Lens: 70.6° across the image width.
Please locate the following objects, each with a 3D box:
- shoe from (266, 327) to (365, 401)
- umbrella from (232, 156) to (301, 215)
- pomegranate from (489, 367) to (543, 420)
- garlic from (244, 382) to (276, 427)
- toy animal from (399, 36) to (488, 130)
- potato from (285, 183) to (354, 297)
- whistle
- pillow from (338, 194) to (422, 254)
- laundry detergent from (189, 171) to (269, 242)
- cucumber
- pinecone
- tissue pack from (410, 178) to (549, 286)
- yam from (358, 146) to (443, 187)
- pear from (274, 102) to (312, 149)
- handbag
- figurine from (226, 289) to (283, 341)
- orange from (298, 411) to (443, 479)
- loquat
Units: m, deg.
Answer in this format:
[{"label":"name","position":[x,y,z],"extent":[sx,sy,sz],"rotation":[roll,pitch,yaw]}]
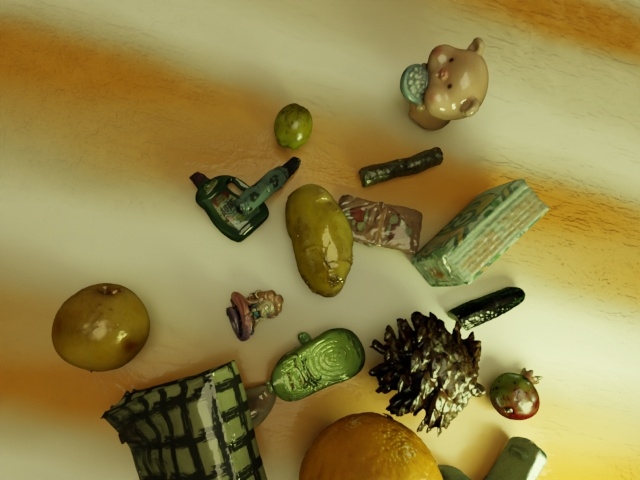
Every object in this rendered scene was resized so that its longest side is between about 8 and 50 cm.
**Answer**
[{"label":"shoe","position":[-0.016,0.309,1.156],"extent":[0.262,0.128,0.140],"rotation":[-24,94,-26]},{"label":"umbrella","position":[-0.138,-0.150,1.203],"extent":[0.053,0.052,0.250],"rotation":[21,49,27]},{"label":"pomegranate","position":[0.541,0.423,1.238],"extent":[0.159,0.129,0.130],"rotation":[0,81,-36]},{"label":"garlic","position":[-0.194,0.428,1.135],"extent":[0.195,0.087,0.102],"rotation":[-16,72,-8]},{"label":"toy animal","position":[0.349,-0.415,1.271],"extent":[0.229,0.221,0.210],"rotation":[0,83,18]},{"label":"potato","position":[0.000,0.000,1.184],"extent":[0.172,0.140,0.301],"rotation":[-21,77,26]},{"label":"whistle","position":[0.408,0.668,1.151],"extent":[0.404,0.168,0.188],"rotation":[-19,85,-11]},{"label":"pillow","position":[0.159,-0.044,1.274],"extent":[0.248,0.049,0.135],"rotation":[12,80,-3]},{"label":"laundry detergent","position":[-0.251,-0.110,1.205],"extent":[0.222,0.078,0.144],"rotation":[46,69,3]},{"label":"cucumber","position":[0.479,0.188,1.279],"extent":[0.241,0.074,0.075],"rotation":[-19,86,-12]},{"label":"pinecone","position":[0.260,0.326,1.136],"extent":[0.295,0.242,0.298],"rotation":[35,58,0]},{"label":"tissue pack","position":[0.416,-0.012,1.218],"extent":[0.310,0.228,0.128],"rotation":[-41,91,-11]},{"label":"yam","position":[0.234,-0.211,1.304],"extent":[0.252,0.061,0.061],"rotation":[-17,85,-11]},{"label":"pear","position":[-0.074,-0.315,1.246],"extent":[0.107,0.107,0.132],"rotation":[24,83,-5]},{"label":"handbag","position":[-0.307,0.473,1.026],"extent":[0.326,0.162,0.326],"rotation":[-20,81,19]},{"label":"figurine","position":[-0.175,0.176,1.170],"extent":[0.157,0.114,0.126],"rotation":[-38,123,-40]},{"label":"orange","position":[0.105,0.577,1.024],"extent":[0.340,0.293,0.341],"rotation":[3,96,32]},{"label":"loquat","position":[-0.510,0.205,1.060],"extent":[0.207,0.208,0.208],"rotation":[1,82,-9]}]
